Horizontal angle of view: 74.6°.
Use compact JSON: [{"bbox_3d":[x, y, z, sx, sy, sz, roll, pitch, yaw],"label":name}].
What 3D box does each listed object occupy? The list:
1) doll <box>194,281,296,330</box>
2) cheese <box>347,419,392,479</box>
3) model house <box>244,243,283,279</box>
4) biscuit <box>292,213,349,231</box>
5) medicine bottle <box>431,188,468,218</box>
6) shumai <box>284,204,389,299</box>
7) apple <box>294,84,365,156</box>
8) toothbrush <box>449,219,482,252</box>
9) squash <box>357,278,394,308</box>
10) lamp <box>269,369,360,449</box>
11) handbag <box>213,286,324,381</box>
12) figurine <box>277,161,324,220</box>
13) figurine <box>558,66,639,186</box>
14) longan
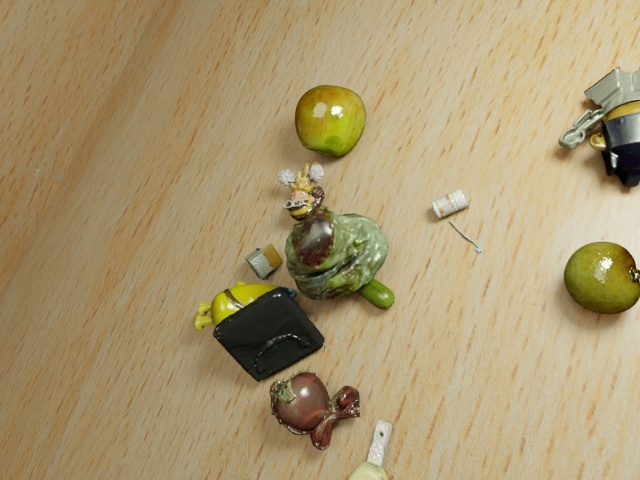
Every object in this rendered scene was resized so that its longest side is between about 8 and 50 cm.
[{"bbox_3d":[-0.247,0.208,1.386,0.364,0.145,0.199,-14,50,15],"label":"doll"},{"bbox_3d":[0.133,0.590,1.064,0.127,0.050,0.255,11,77,33],"label":"cheese"},{"bbox_3d":[-0.194,0.069,1.451,0.100,0.087,0.101,-38,20,-16],"label":"model house"},{"bbox_3d":[0.010,-0.011,1.391,0.237,0.026,0.131,-9,69,26],"label":"biscuit"},{"bbox_3d":[0.369,-0.104,1.201,0.089,0.057,0.057,-24,61,20],"label":"medicine bottle"},{"bbox_3d":[0.000,0.000,1.200,0.309,0.263,0.304,-46,48,-1],"label":"shumai"},{"bbox_3d":[0.033,-0.402,1.440,0.247,0.246,0.225,5,92,31],"label":"apple"},{"bbox_3d":[0.404,-0.014,1.173,0.013,0.011,0.131,-30,56,-8],"label":"toothbrush"},{"bbox_3d":[0.137,0.137,1.237,0.201,0.066,0.066,32,89,41],"label":"squash"},{"bbox_3d":[-0.025,0.445,1.170,0.223,0.151,0.215,37,100,-8],"label":"lamp"},{"bbox_3d":[-0.155,0.284,1.270,0.275,0.244,0.088,-34,15,13],"label":"handbag"},{"bbox_3d":[-0.054,-0.178,1.440,0.175,0.116,0.239,-7,62,25],"label":"figurine"},{"bbox_3d":[0.744,-0.276,1.003,0.309,0.143,0.308,-29,45,34],"label":"figurine"},{"bbox_3d":[0.626,0.079,0.917,0.145,0.176,0.154,-35,91,-30],"label":"longan"}]
